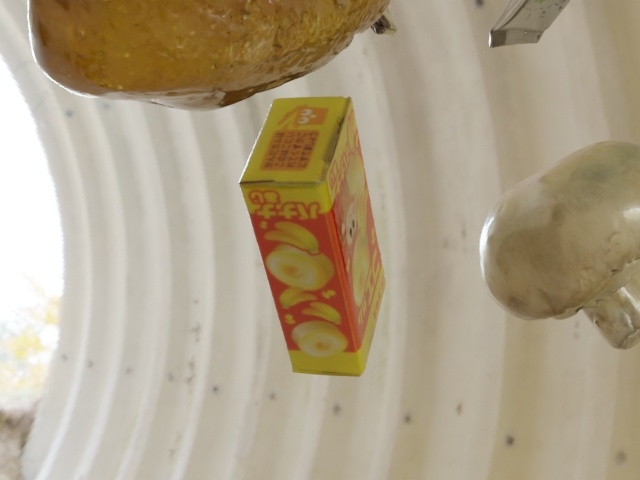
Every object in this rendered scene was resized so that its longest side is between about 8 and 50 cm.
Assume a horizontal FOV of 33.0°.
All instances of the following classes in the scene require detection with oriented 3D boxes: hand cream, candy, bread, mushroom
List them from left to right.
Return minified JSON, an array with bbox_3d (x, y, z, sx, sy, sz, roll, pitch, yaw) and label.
[{"bbox_3d":[-0.033,-0.239,0.663,0.148,0.328,0.337,20,-64,16],"label":"bread"},{"bbox_3d":[0.000,0.000,1.124,0.088,0.146,0.276,0,-46,15],"label":"candy"},{"bbox_3d":[0.320,0.016,1.261,0.234,0.254,0.260,56,-5,1],"label":"mushroom"},{"bbox_3d":[0.289,-0.336,1.119,0.076,0.121,0.336,50,-52,23],"label":"hand cream"}]

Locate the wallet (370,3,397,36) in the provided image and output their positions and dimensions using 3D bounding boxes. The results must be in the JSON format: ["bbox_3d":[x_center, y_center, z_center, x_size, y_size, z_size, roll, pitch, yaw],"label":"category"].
[{"bbox_3d":[-0.007,-0.416,1.561,0.335,0.068,0.275,47,17,-3],"label":"wallet"}]
